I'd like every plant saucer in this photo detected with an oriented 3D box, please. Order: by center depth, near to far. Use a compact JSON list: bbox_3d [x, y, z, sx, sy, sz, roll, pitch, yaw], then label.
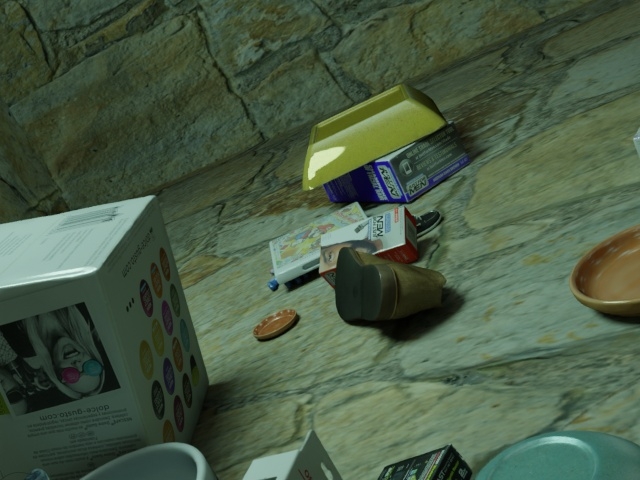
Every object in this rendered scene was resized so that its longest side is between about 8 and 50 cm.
[{"bbox_3d":[0.196,0.217,0.740,0.195,0.037,0.195,-26,16,8],"label":"plant saucer"},{"bbox_3d":[0.394,0.032,1.001,0.200,0.037,0.200,-26,17,8],"label":"plant saucer"},{"bbox_3d":[-0.076,0.144,1.452,0.083,0.013,0.083,-25,17,8],"label":"plant saucer"},{"bbox_3d":[0.098,-0.248,1.897,0.333,0.081,0.333,-25,16,9],"label":"plant saucer"}]

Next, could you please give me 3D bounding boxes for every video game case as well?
[{"bbox_3d":[0.000,0.000,1.682,0.206,0.026,0.227,-25,17,1],"label":"video game case"}]

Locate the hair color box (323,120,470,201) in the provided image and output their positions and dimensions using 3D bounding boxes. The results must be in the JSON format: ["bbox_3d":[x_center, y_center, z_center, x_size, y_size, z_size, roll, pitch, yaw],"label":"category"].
[{"bbox_3d":[0.151,-0.170,1.903,0.185,0.110,0.339,-32,15,-22],"label":"hair color box"}]

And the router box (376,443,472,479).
[{"bbox_3d":[0.077,0.251,0.787,0.092,0.038,0.122,-34,9,42],"label":"router box"}]

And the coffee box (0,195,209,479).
[{"bbox_3d":[-0.375,0.164,1.179,0.338,0.334,0.337,-11,17,5],"label":"coffee box"}]

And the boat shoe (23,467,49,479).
[{"bbox_3d":[-0.309,0.289,0.894,0.083,0.065,0.183,-36,17,-22],"label":"boat shoe"}]

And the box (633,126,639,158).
[{"bbox_3d":[0.619,-0.170,1.218,0.324,0.067,0.063,-15,19,41],"label":"box"}]

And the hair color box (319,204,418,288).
[{"bbox_3d":[0.082,0.012,1.481,0.167,0.053,0.093,-21,43,24],"label":"hair color box"}]

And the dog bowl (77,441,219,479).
[{"bbox_3d":[-0.214,0.338,0.900,0.265,0.104,0.265,-26,16,8],"label":"dog bowl"}]

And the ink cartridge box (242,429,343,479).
[{"bbox_3d":[-0.036,0.276,0.808,0.060,0.104,0.180,-21,17,26],"label":"ink cartridge box"}]

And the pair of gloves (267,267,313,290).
[{"bbox_3d":[-0.024,0.037,1.687,0.198,0.023,0.159,-30,16,-13],"label":"pair of gloves"}]

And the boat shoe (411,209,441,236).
[{"bbox_3d":[0.165,-0.026,1.547,0.125,0.038,0.046,-32,17,-17],"label":"boat shoe"}]

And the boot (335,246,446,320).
[{"bbox_3d":[0.096,0.071,1.309,0.115,0.112,0.305,0,5,-15],"label":"boot"}]
